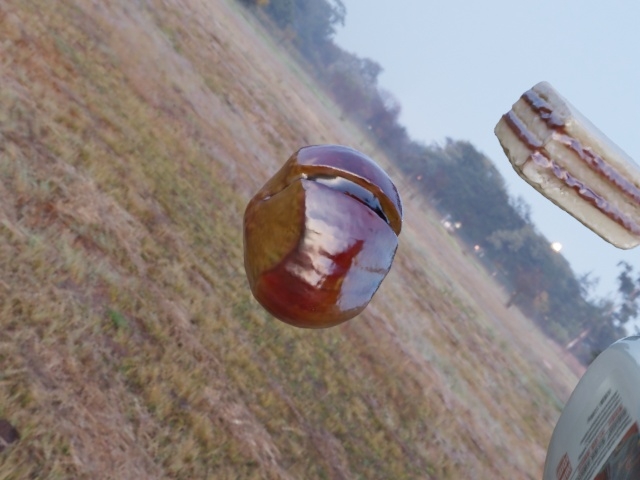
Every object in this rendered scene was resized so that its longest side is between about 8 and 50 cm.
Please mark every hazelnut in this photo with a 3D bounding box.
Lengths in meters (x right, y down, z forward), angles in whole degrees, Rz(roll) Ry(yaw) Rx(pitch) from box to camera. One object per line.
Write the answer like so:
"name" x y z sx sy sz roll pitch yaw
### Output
"hazelnut" 0.000 0.000 0.786 0.178 0.178 0.204 46 46 -41

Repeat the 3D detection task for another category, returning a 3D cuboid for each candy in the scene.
"candy" 0.459 -0.125 1.237 0.320 0.135 0.179 31 27 -27

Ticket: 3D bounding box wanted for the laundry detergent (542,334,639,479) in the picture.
"laundry detergent" 0.268 0.268 0.527 0.124 0.264 0.398 19 23 0
